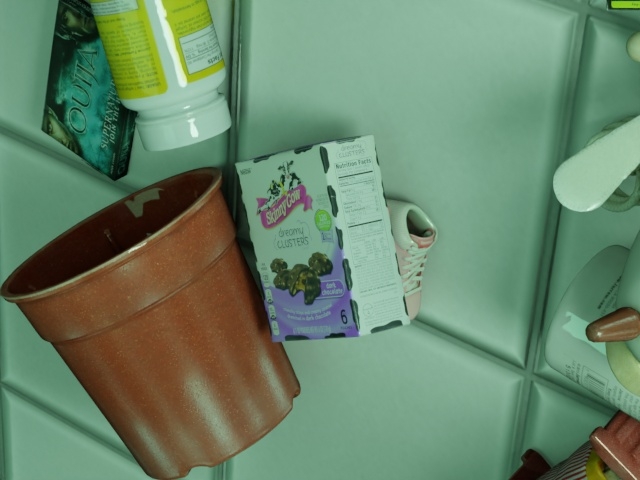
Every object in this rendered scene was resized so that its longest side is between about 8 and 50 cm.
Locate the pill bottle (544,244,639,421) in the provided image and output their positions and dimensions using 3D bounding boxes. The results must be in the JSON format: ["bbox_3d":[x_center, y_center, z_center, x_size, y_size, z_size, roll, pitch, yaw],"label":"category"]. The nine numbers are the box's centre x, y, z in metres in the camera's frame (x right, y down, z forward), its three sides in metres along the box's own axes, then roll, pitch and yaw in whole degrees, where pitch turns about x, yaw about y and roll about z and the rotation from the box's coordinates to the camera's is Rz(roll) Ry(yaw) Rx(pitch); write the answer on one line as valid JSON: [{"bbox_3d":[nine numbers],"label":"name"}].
[{"bbox_3d":[0.326,0.111,1.489,0.229,0.131,0.131,32,130,25],"label":"pill bottle"}]

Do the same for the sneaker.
[{"bbox_3d":[0.089,0.021,1.706,0.070,0.051,0.134,0,108,47],"label":"sneaker"}]

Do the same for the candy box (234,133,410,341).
[{"bbox_3d":[0.000,0.000,1.713,0.165,0.070,0.196,-9,94,56],"label":"candy box"}]

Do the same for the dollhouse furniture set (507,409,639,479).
[{"bbox_3d":[0.209,0.304,1.526,0.152,0.374,0.201,50,134,3],"label":"dollhouse furniture set"}]

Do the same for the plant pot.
[{"bbox_3d":[-0.168,0.100,1.845,0.272,0.272,0.265,-13,112,44],"label":"plant pot"}]

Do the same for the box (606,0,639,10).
[{"bbox_3d":[0.318,-0.273,1.327,0.191,0.045,0.184,6,104,39],"label":"box"}]

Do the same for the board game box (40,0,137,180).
[{"bbox_3d":[-0.262,-0.175,1.927,0.126,0.026,0.186,33,131,23],"label":"board game box"}]

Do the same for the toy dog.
[{"bbox_3d":[0.267,-0.023,1.352,0.220,0.161,0.333,-49,45,42],"label":"toy dog"}]

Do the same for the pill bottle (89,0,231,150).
[{"bbox_3d":[-0.168,-0.207,1.762,0.119,0.119,0.208,-1,111,42],"label":"pill bottle"}]
